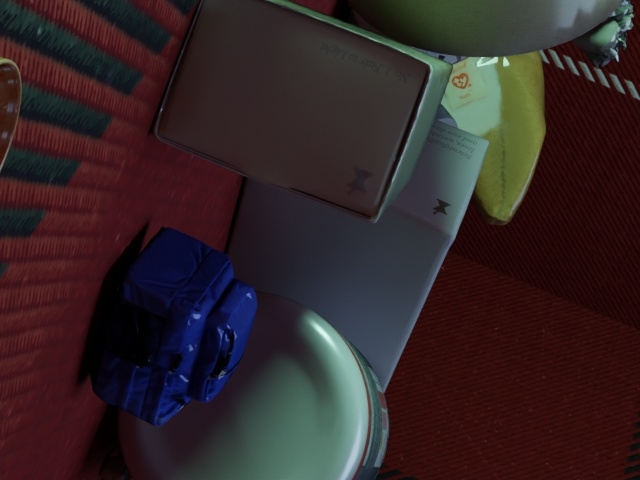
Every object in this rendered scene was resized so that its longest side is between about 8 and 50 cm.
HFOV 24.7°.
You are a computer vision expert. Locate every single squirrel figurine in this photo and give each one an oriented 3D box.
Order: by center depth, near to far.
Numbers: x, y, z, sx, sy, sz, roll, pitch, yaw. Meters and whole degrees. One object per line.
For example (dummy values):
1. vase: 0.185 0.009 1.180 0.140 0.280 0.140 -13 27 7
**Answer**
1. squirrel figurine: 0.189 -0.232 2.095 0.370 0.281 0.397 154 -39 -87

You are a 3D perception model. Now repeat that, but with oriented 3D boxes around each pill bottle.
1. pill bottle: -0.044 0.168 1.353 0.363 0.210 0.210 50 62 -78

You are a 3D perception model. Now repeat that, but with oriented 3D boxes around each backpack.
1. backpack: -0.107 0.072 1.036 0.120 0.101 0.098 -66 171 30

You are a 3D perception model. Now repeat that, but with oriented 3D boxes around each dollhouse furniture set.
1. dollhouse furniture set: -0.148 0.213 1.355 0.114 0.081 0.091 -63 174 -47

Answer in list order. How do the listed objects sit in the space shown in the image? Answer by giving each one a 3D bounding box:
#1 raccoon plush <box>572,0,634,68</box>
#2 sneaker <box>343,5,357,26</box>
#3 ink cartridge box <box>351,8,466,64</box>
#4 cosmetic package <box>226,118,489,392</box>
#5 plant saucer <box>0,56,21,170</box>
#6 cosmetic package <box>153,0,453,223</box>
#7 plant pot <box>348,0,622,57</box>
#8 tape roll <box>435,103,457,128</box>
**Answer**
1. raccoon plush: 0.218 -0.347 1.552 0.446 0.299 0.216 -61 172 -61
2. sneaker: 0.056 -0.175 1.743 0.115 0.105 0.281 -53 164 -16
3. ink cartridge box: 0.109 -0.231 1.606 0.056 0.099 0.135 -20 -174 40
4. cosmetic package: 0.014 0.028 1.560 0.385 0.217 0.156 111 4 -46
5. plant saucer: -0.143 -0.035 0.581 0.083 0.013 0.083 22 90 -86
6. cosmetic package: 0.001 -0.105 1.066 0.309 0.160 0.113 -47 158 -81
7. plant pot: 0.134 -0.333 1.180 0.274 0.256 0.256 83 25 -48
8. tape roll: 0.054 -0.092 1.706 0.219 0.072 0.219 -36 164 -12
